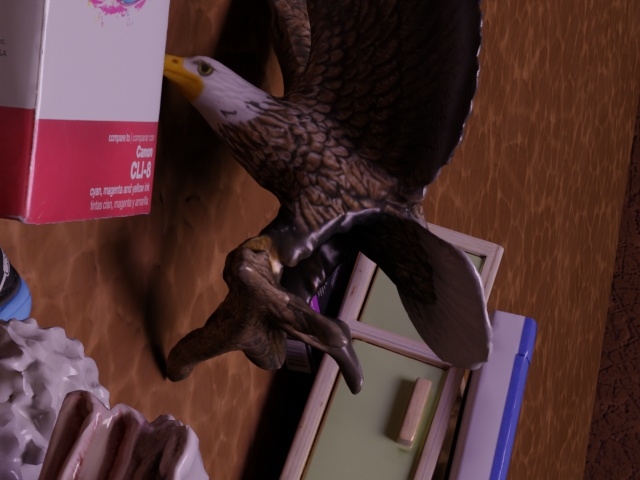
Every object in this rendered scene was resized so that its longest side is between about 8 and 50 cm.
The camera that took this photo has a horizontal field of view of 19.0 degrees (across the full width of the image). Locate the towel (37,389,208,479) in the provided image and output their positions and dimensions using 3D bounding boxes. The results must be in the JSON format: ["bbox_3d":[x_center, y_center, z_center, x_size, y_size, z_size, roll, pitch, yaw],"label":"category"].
[{"bbox_3d":[-0.053,0.265,0.598,0.332,0.053,0.317,74,22,-48],"label":"towel"}]

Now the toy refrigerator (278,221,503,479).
[{"bbox_3d":[0.046,0.117,1.386,0.094,0.102,0.269,99,11,-60],"label":"toy refrigerator"}]

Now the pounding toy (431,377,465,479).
[{"bbox_3d":[0.046,0.191,1.515,0.181,0.094,0.206,76,28,-51],"label":"pounding toy"}]

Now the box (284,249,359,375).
[{"bbox_3d":[0.000,0.000,1.398,0.116,0.029,0.162,79,26,-49],"label":"box"}]

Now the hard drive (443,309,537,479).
[{"bbox_3d":[0.098,0.235,1.396,0.210,0.040,0.318,94,10,-67],"label":"hard drive"}]

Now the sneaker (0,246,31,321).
[{"bbox_3d":[-0.188,0.029,0.748,0.078,0.067,0.188,64,30,-4],"label":"sneaker"}]

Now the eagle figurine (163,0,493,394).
[{"bbox_3d":[0.005,-0.077,1.118,0.225,0.226,0.298,48,53,-42],"label":"eagle figurine"}]

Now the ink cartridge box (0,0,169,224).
[{"bbox_3d":[-0.135,-0.102,0.730,0.127,0.128,0.176,-9,106,-73],"label":"ink cartridge box"}]

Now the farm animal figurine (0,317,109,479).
[{"bbox_3d":[-0.150,0.235,0.639,0.327,0.172,0.330,-47,146,-46],"label":"farm animal figurine"}]
